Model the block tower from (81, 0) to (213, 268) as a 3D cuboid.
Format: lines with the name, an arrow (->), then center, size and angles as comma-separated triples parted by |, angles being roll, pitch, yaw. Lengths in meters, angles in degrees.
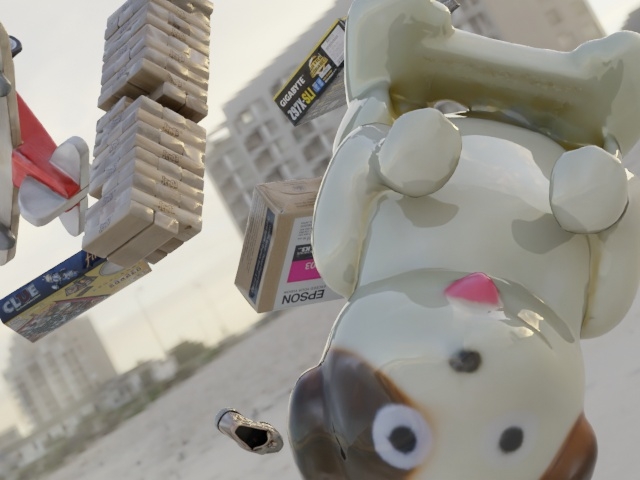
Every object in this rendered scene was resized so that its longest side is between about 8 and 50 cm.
block tower -> -0.182, -0.130, 1.396 | 0.091, 0.335, 0.097 | 27, -41, -33

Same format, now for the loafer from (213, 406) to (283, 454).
loafer -> -0.086, 0.253, 1.672 | 0.125, 0.039, 0.045 | 35, -93, -45

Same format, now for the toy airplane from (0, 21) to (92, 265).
toy airplane -> -0.523, -0.142, 2.021 | 0.272, 0.386, 0.384 | -21, 8, -30

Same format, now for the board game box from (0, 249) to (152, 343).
board game box -> -0.413, 0.078, 2.191 | 0.243, 0.042, 0.165 | -32, -17, -4

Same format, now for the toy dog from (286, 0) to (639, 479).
toy dog -> 0.099, 0.040, 1.049 | 0.408, 0.285, 0.395 | -77, 9, -48

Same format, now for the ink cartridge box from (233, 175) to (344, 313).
ink cartridge box -> 0.000, 0.000, 2.016 | 0.235, 0.088, 0.193 | -9, -52, -30

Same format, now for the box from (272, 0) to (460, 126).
box -> 0.089, -0.360, 2.493 | 0.322, 0.079, 0.257 | -30, -13, -43
